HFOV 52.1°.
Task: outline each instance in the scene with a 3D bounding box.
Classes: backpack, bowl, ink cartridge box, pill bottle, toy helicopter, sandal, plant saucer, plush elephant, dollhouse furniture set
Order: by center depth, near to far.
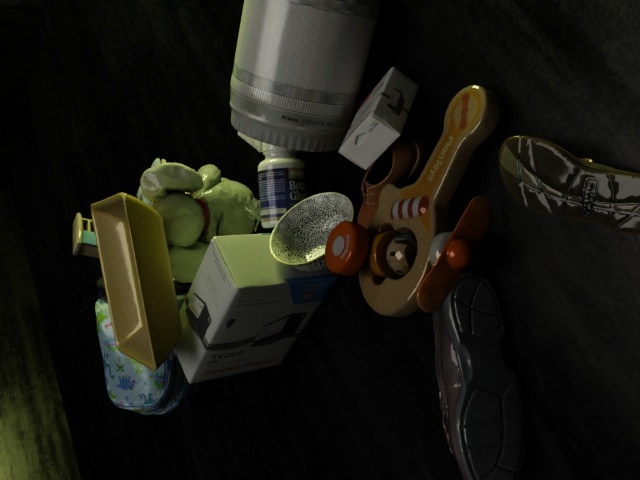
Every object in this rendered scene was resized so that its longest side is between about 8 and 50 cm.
[{"bbox_3d":[0.318,-0.069,0.790,0.219,0.060,0.090,21,117,36],"label":"sandal"},{"bbox_3d":[0.161,-0.048,0.937,0.355,0.140,0.235,-65,30,14],"label":"toy helicopter"},{"bbox_3d":[0.092,-0.190,1.022,0.099,0.056,0.135,-44,17,47],"label":"ink cartridge box"},{"bbox_3d":[0.000,0.000,1.186,0.170,0.170,0.080,30,161,49],"label":"bowl"},{"bbox_3d":[-0.075,-0.111,1.289,0.094,0.094,0.169,-4,91,54],"label":"pill bottle"},{"bbox_3d":[-0.139,0.132,1.292,0.129,0.223,0.307,60,137,30],"label":"ink cartridge box"},{"bbox_3d":[-0.371,0.074,1.333,0.333,0.081,0.332,-2,98,62],"label":"plant saucer"},{"bbox_3d":[-0.282,-0.042,1.444,0.330,0.255,0.271,-12,84,54],"label":"plush elephant"},{"bbox_3d":[-0.434,0.266,1.695,0.290,0.273,0.355,-2,109,16],"label":"backpack"},{"bbox_3d":[-0.536,-0.125,1.803,0.303,0.198,0.286,-58,34,27],"label":"dollhouse furniture set"}]

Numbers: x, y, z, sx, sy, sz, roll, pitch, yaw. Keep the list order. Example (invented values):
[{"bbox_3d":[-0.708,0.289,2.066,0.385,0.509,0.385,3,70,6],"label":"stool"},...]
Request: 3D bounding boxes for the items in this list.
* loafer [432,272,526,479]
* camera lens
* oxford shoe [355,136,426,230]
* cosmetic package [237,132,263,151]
[{"bbox_3d":[0.216,0.201,0.932,0.095,0.109,0.302,142,126,-69],"label":"loafer"},{"bbox_3d":[-0.032,-0.311,1.102,0.219,0.219,0.274,39,124,45],"label":"camera lens"},{"bbox_3d":[0.093,-0.079,1.080,0.076,0.076,0.212,51,133,36],"label":"oxford shoe"},{"bbox_3d":[-0.101,-0.308,1.334,0.099,0.060,0.239,44,127,45],"label":"cosmetic package"}]
